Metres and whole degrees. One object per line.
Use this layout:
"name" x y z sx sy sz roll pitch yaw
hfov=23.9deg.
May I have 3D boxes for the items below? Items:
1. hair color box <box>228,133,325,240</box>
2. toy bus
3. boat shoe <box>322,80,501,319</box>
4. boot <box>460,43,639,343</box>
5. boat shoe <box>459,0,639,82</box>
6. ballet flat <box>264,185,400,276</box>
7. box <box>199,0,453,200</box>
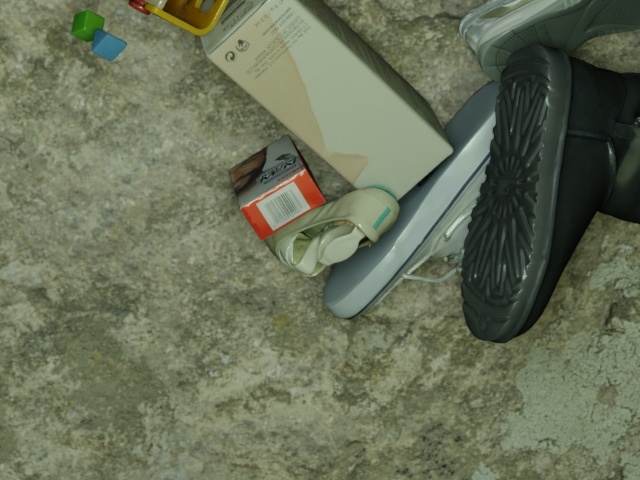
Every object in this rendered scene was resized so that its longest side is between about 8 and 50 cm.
"hair color box" -0.056 -0.067 1.851 0.093 0.167 0.053 -32 109 2
"toy bus" -0.187 -0.306 1.745 0.191 0.202 0.104 -25 146 34
"boat shoe" 0.167 -0.021 1.930 0.156 0.136 0.367 39 89 -21
"boot" 0.417 -0.027 1.889 0.445 0.146 0.366 9 96 -27
"boat shoe" 0.327 -0.307 1.867 0.320 0.103 0.118 -29 137 2
"ballet flat" 0.000 0.000 1.849 0.086 0.248 0.086 12 68 -31
"box" 0.005 -0.189 1.800 0.121 0.148 0.311 -42 119 13
